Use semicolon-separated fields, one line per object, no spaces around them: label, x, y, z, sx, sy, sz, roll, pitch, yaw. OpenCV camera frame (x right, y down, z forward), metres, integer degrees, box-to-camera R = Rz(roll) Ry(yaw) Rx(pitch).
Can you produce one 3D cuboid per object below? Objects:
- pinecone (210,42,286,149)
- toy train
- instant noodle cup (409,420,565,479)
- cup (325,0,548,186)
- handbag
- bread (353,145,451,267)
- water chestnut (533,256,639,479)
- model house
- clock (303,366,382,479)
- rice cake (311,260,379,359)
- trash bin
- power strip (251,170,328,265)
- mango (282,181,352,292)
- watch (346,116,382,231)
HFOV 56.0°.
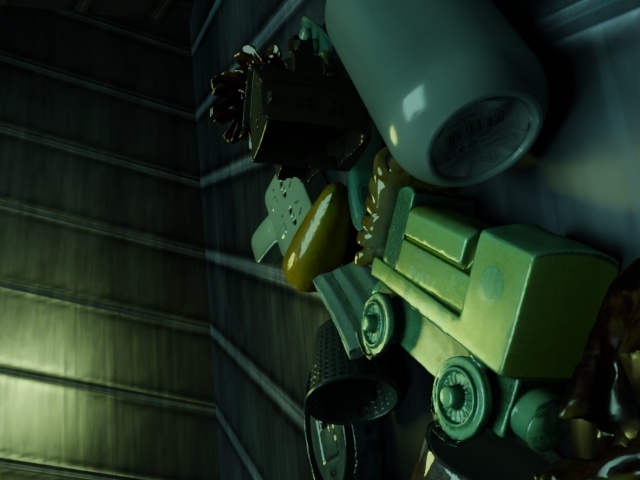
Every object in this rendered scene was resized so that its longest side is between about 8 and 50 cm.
pinecone;-0.139;-0.304;1.288;0.229;0.201;0.202;29;150;38
toy train;0.183;0.080;0.764;0.397;0.160;0.253;-141;59;-64
instant noodle cup;0.186;0.338;0.705;0.217;0.218;0.207;-143;60;-65
cup;0.141;-0.225;0.771;0.205;0.206;0.312;110;150;-46
handbag;0.000;-0.331;1.310;0.268;0.100;0.274;-118;33;-50
bread;0.125;-0.040;0.937;0.081;0.134;0.225;-118;35;-55
water chestnut;0.259;0.140;0.373;0.300;0.300;0.300;179;90;-70
model house;-0.036;-0.255;1.112;0.204;0.211;0.243;130;139;-57
clock;0.040;0.420;1.305;0.319;0.066;0.318;179;90;-70
rice cake;0.071;0.117;1.125;0.237;0.127;0.043;-123;16;-53
trash bin;0.056;0.234;1.133;0.175;0.176;0.161;109;164;-44
power strip;-0.054;-0.047;1.491;0.261;0.141;0.229;-57;38;35
mango;0.000;0.000;1.255;0.176;0.119;0.316;-49;-16;-46
watch;0.113;-0.102;1.074;0.195;0.068;0.237;134;135;-60
